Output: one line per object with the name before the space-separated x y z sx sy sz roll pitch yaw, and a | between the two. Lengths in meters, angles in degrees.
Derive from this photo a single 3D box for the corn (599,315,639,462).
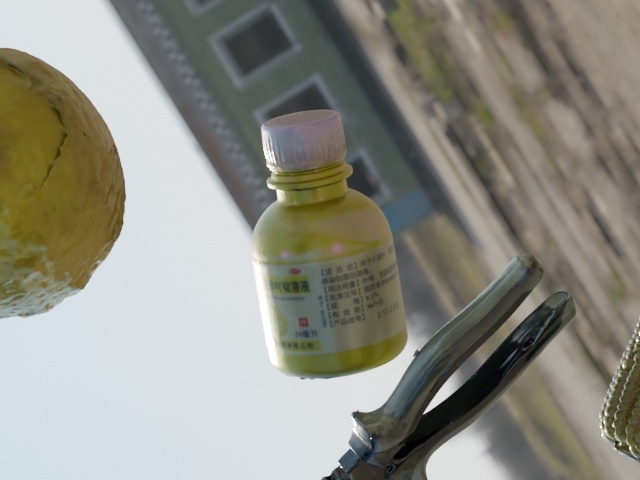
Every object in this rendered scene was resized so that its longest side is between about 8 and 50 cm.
corn | 0.303 0.077 1.580 0.080 0.231 0.080 24 173 3

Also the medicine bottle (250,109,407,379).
medicine bottle | 0.000 0.000 1.596 0.122 0.122 0.212 -111 11 -76

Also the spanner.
spanner | 0.079 0.146 1.549 0.096 0.325 0.040 43 -179 -39

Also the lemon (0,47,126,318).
lemon | -0.215 -0.037 1.249 0.193 0.180 0.180 29 -155 -48
